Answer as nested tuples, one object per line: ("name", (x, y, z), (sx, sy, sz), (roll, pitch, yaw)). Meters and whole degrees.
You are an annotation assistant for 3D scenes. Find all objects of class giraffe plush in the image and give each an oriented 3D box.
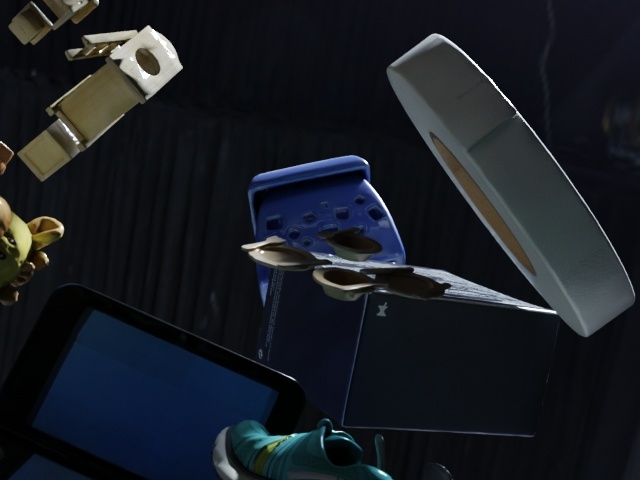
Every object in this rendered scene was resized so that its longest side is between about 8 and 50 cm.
("giraffe plush", (-0.342, -0.010, 0.946), (0.170, 0.181, 0.210), (27, -6, 18))

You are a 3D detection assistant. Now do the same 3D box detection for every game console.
("game console", (-0.187, 0.193, 0.991), (0.293, 0.173, 0.250), (23, 13, 3))

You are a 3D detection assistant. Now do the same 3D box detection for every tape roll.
("tape roll", (0.215, -0.062, 1.207), (0.392, 0.072, 0.392), (53, 4, -6))

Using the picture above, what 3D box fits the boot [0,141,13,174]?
("boot", (-0.630, -0.147, 1.758), (0.197, 0.152, 0.073), (44, -21, -30))

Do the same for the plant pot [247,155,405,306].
("plant pot", (0.000, 0.000, 1.730), (0.236, 0.212, 0.236), (-13, -24, -4))

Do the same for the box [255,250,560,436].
("box", (0.107, 0.135, 1.415), (0.296, 0.183, 0.294), (8, 5, -26))

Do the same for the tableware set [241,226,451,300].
("tableware set", (0.024, 0.022, 0.933), (0.141, 0.020, 0.168), (-5, 22, -42))

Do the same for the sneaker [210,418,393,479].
("sneaker", (-0.013, 0.207, 0.892), (0.107, 0.110, 0.275), (51, -12, -17))

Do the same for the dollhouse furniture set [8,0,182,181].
("dollhouse furniture set", (-0.273, -0.187, 1.117), (0.182, 0.161, 0.101), (-30, 17, 32))

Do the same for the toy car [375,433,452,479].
("toy car", (0.100, 0.254, 0.892), (0.149, 0.188, 0.155), (-28, 20, -29))
